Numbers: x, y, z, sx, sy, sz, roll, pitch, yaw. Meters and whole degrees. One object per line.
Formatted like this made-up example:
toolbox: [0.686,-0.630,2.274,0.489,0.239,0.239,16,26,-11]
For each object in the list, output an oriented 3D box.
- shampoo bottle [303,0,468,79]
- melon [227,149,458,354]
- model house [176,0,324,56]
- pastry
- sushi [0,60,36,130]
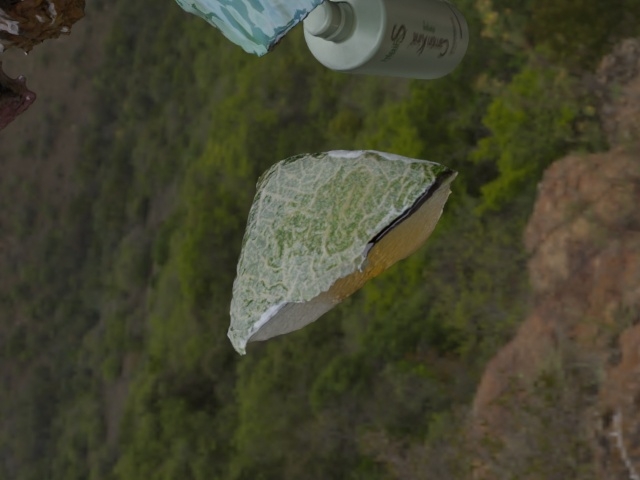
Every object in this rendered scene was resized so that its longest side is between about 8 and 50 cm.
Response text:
shampoo bottle: [0.055,-0.196,1.095,0.085,0.262,0.085,3,96,27]
melon: [-0.003,-0.004,0.871,0.139,0.202,0.093,46,166,30]
model house: [-0.044,-0.297,0.743,0.241,0.261,0.226,-50,10,-11]
pastry: [-0.395,-0.349,1.396,0.275,0.275,0.193,-2,61,62]
sushi: [-0.409,-0.150,1.175,0.107,0.241,0.161,-42,33,28]
